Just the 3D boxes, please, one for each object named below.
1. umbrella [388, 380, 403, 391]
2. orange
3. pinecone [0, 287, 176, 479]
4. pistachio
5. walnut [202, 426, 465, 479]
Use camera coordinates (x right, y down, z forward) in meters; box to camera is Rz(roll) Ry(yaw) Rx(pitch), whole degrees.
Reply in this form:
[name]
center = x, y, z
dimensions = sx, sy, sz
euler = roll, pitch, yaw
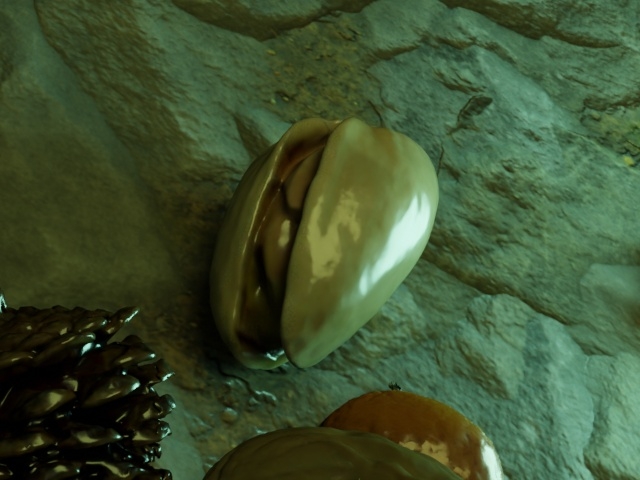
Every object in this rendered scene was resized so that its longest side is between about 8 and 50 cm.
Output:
[umbrella]
center = 0.073, 0.170, 1.892
dimensions = 0.031, 0.020, 0.083
euler = 22, 38, -19
[orange]
center = 0.071, 0.224, 1.719
dimensions = 0.193, 0.193, 0.161
euler = 36, 12, -2
[pinecone]
center = -0.233, 0.164, 1.525
dimensions = 0.243, 0.243, 0.257
euler = 13, 88, -27
[pistachio]
center = 0.000, 0.000, 1.877
dimensions = 0.193, 0.214, 0.318
euler = 4, 43, 28
[walnut]
center = 0.020, 0.290, 1.518
dimensions = 0.313, 0.252, 0.277
euler = 22, 84, 3
